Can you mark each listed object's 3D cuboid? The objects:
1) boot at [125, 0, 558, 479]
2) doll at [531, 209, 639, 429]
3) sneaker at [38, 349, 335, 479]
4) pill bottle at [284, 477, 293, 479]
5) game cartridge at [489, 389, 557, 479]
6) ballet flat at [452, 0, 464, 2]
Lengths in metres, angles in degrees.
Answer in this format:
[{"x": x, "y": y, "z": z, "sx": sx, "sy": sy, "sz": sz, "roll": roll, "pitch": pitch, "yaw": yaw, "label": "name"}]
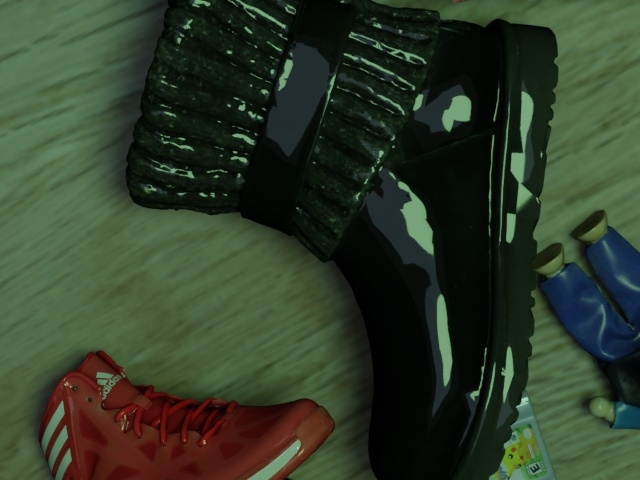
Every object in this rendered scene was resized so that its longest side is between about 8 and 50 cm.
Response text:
[{"x": -0.001, "y": -0.001, "z": 1.021, "sx": 0.260, "sy": 0.131, "sz": 0.348, "roll": 7, "pitch": 87, "yaw": -11, "label": "boot"}, {"x": 0.230, "y": 0.070, "z": 1.091, "sx": 0.129, "sy": 0.046, "sz": 0.189, "roll": -37, "pitch": 98, "yaw": 3, "label": "doll"}, {"x": -0.104, "y": 0.121, "z": 1.027, "sx": 0.221, "sy": 0.087, "sz": 0.128, "roll": -29, "pitch": 94, "yaw": 28, "label": "sneaker"}, {"x": -0.038, "y": 0.222, "z": 1.025, "sx": 0.103, "sy": 0.184, "sz": 0.103, "roll": 0, "pitch": 98, "yaw": -3, "label": "pill bottle"}, {"x": 0.131, "y": 0.152, "z": 1.112, "sx": 0.056, "sy": 0.017, "sz": 0.083, "roll": -19, "pitch": 98, "yaw": 3, "label": "game cartridge"}, {"x": 0.162, "y": -0.194, "z": 1.030, "sx": 0.241, "sy": 0.077, "sz": 0.091, "roll": -1, "pitch": 74, "yaw": -20, "label": "ballet flat"}]
